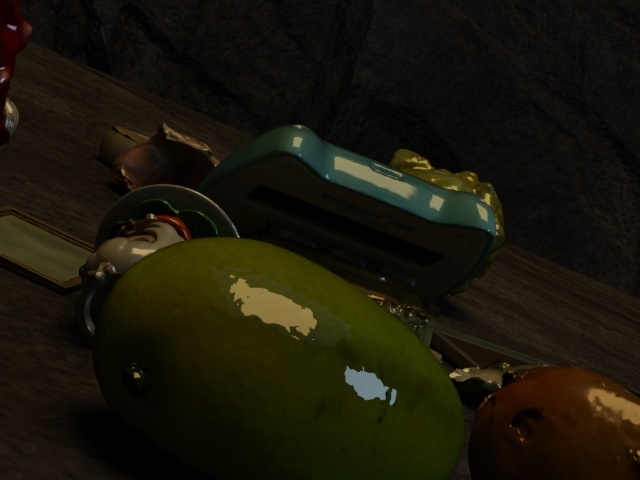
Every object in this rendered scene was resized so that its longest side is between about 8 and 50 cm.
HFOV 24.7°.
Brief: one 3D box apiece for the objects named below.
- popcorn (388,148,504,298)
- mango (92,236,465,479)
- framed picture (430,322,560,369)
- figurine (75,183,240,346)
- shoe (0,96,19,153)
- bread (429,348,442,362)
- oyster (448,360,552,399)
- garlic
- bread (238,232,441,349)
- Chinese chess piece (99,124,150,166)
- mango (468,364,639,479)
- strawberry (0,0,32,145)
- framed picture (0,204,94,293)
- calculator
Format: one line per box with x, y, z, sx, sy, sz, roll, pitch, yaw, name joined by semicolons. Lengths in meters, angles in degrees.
0.145;-0.019;2.047;0.256;0.194;0.255;-5;19;-36;popcorn
-0.015;0.093;0.938;0.273;0.149;0.185;26;4;-20;mango
0.269;0.181;1.655;0.247;0.022;0.335;20;9;-26;framed picture
-0.135;0.036;1.135;0.132;0.132;0.153;24;19;3;figurine
-0.435;-0.166;1.624;0.207;0.091;0.106;31;4;23;shoe
0.069;0.114;1.492;0.068;0.028;0.154;30;11;25;bread
0.187;0.144;1.504;0.146;0.045;0.121;-4;20;3;oyster
-0.178;-0.073;1.820;0.174;0.099;0.124;30;-11;11;garlic
0.004;0.072;1.273;0.191;0.114;0.132;15;7;-8;bread
-0.245;-0.115;2.019;0.122;0.051;0.122;25;6;-3;Chinese chess piece
0.212;0.186;1.011;0.249;0.151;0.156;32;-27;12;mango
-0.368;-0.120;0.937;0.318;0.295;0.345;-20;9;-24;strawberry
-0.257;0.006;1.307;0.136;0.010;0.201;26;8;5;framed picture
0.000;0.000;1.363;0.256;0.054;0.386;21;-25;-12;calculator
